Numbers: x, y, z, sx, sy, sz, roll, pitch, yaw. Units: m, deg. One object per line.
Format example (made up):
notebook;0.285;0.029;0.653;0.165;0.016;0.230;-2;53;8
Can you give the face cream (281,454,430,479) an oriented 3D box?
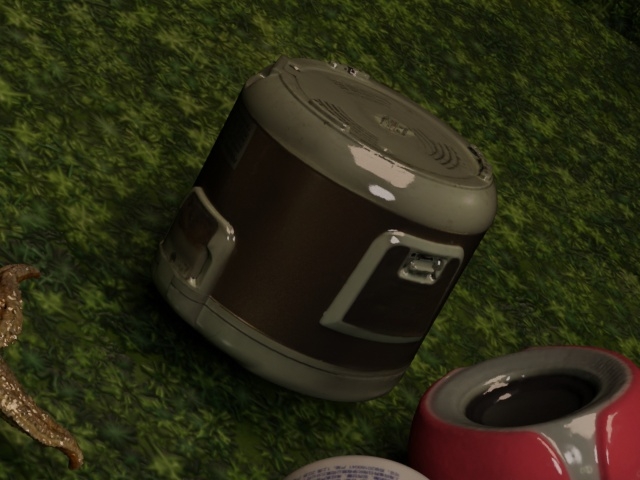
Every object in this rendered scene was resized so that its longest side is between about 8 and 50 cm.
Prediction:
face cream;0.035;0.308;1.589;0.206;0.206;0.111;31;28;-14

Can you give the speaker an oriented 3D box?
speaker;0.236;0.240;1.824;0.294;0.294;0.294;27;34;-20

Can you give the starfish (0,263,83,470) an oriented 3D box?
starfish;-0.371;0.067;1.583;0.301;0.084;0.293;22;31;-33

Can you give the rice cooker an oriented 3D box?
rice cooker;0.000;0.000;1.825;0.335;0.325;0.335;26;20;-10
